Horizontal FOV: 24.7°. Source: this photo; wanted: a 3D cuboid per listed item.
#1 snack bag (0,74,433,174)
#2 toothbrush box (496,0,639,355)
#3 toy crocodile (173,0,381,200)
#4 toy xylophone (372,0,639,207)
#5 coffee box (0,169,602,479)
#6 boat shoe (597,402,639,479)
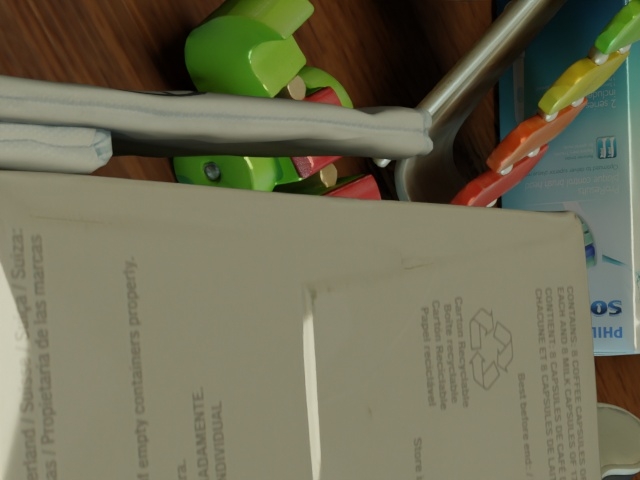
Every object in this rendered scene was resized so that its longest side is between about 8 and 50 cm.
[{"bbox_3d":[-0.180,-0.041,0.579,0.342,0.323,0.037,-2,93,-48],"label":"snack bag"},{"bbox_3d":[0.258,-0.053,1.207,0.216,0.126,0.295,4,85,-48],"label":"toothbrush box"},{"bbox_3d":[0.000,0.000,0.933,0.115,0.105,0.340,-34,111,-44],"label":"toy crocodile"},{"bbox_3d":[0.153,-0.114,0.989,0.081,0.322,0.236,43,33,8],"label":"toy xylophone"},{"bbox_3d":[-0.103,0.158,0.636,0.338,0.334,0.337,0,86,-49],"label":"coffee box"},{"bbox_3d":[0.206,0.193,1.193,0.206,0.075,0.065,-24,147,-51],"label":"boat shoe"}]
